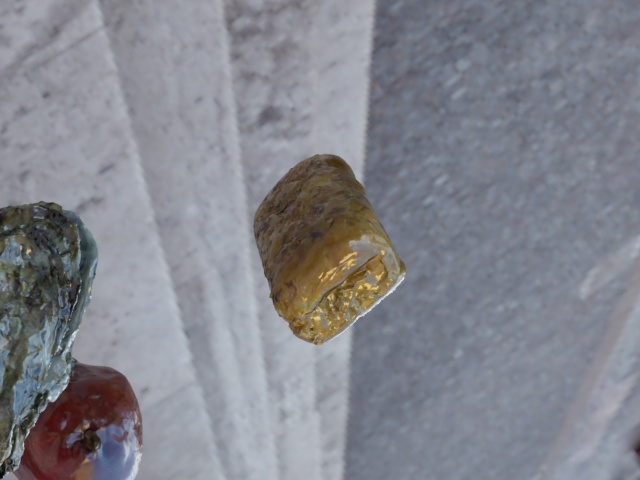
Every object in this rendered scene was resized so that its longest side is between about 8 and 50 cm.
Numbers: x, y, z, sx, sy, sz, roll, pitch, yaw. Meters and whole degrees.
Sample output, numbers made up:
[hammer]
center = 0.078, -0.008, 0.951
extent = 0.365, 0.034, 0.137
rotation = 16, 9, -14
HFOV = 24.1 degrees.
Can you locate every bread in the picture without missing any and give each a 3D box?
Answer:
[bread]
center = 0.000, 0.000, 1.245
extent = 0.114, 0.083, 0.211
rotation = -42, -160, 6

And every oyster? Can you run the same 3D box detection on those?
[oyster]
center = -0.355, 0.124, 1.668
extent = 0.158, 0.162, 0.350
rotation = 16, 86, -60

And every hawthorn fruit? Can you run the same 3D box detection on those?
[hawthorn fruit]
center = -0.302, 0.237, 1.872
extent = 0.190, 0.189, 0.251
rotation = -24, -174, -27
